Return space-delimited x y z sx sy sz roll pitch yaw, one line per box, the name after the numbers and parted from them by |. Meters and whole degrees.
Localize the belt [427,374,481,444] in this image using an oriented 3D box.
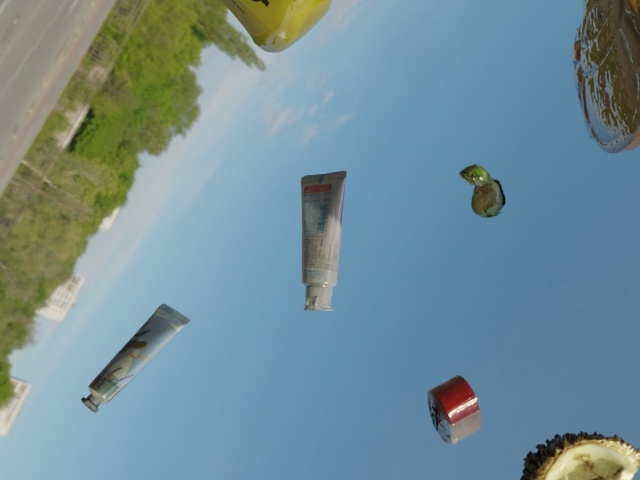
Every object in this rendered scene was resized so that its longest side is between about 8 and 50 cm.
0.366 0.480 1.685 0.124 0.201 0.128 -24 -141 -12 | belt

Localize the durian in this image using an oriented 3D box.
0.239 0.219 0.576 0.130 0.066 0.052 -33 167 14 | durian

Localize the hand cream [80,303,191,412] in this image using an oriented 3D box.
-0.402 0.250 1.296 0.091 0.058 0.271 24 -122 27 | hand cream

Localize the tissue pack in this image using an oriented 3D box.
-0.071 -0.352 0.795 0.123 0.178 0.127 -47 -170 -27 | tissue pack

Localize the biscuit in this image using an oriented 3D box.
0.540 -0.351 1.106 0.359 0.074 0.381 59 24 -79 | biscuit

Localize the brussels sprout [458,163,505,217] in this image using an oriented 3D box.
0.223 -0.071 0.820 0.046 0.083 0.051 -1 -139 39 | brussels sprout

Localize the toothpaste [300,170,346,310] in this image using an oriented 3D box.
0.000 0.000 1.000 0.089 0.057 0.234 -3 -99 30 | toothpaste
